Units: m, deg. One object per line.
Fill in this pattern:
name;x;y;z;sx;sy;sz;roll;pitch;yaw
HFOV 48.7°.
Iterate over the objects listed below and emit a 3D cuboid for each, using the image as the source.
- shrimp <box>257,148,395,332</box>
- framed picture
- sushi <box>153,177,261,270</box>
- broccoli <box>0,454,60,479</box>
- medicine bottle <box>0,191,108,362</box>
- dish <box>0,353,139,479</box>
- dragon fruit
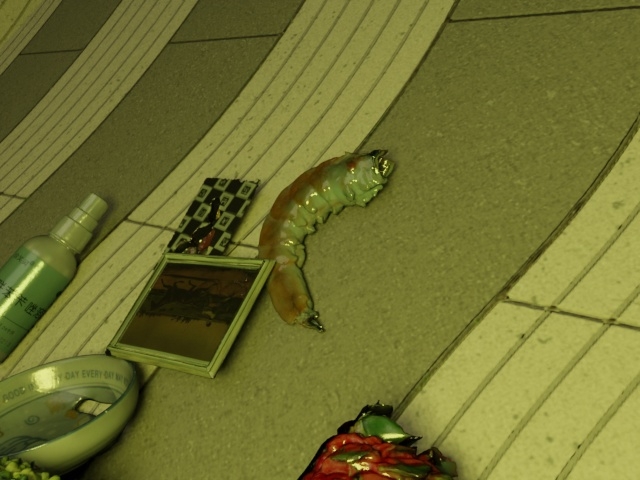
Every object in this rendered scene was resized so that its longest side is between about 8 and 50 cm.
shrimp;-0.016;-0.015;1.034;0.185;0.068;0.287;7;61;42
framed picture;-0.199;0.098;1.046;0.252;0.014;0.197;2;55;40
sushi;-0.181;-0.018;1.183;0.139;0.031;0.201;10;65;40
broccoli;-0.317;0.399;0.753;0.249;0.302;0.375;-22;82;27
medicine bottle;-0.520;0.059;1.305;0.110;0.110;0.352;22;70;45
dish;-0.380;0.282;1.004;0.273;0.133;0.273;-11;18;4
dragon fruit;0.058;0.270;0.664;0.182;0.182;0.188;-32;24;10
